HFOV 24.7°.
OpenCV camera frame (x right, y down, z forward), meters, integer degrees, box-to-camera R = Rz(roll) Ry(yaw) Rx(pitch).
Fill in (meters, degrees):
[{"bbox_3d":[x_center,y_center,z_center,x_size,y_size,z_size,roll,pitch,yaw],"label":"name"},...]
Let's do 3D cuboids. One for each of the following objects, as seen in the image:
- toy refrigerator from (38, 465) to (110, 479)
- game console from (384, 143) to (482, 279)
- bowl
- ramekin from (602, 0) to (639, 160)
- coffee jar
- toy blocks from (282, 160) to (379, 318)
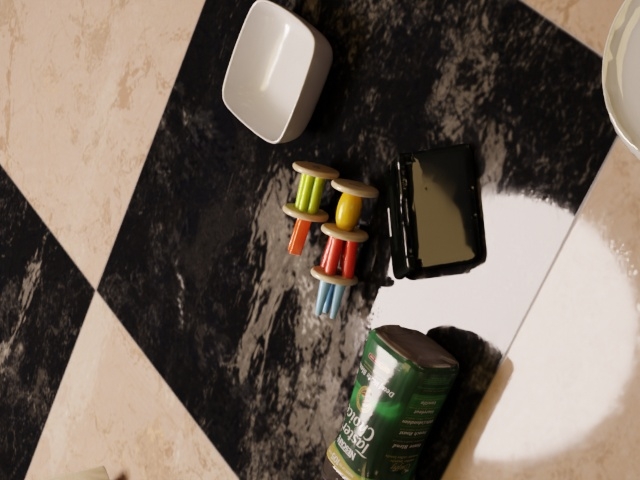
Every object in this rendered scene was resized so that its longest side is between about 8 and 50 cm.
[{"bbox_3d":[-0.288,0.432,1.857,0.269,0.102,0.094,64,151,30],"label":"toy refrigerator"},{"bbox_3d":[0.113,-0.028,1.492,0.107,0.071,0.122,132,134,-76],"label":"game console"},{"bbox_3d":[-0.042,-0.191,1.658,0.142,0.053,0.142,41,119,43],"label":"bowl"},{"bbox_3d":[0.323,-0.138,1.172,0.207,0.109,0.207,-6,82,50],"label":"ramekin"},{"bbox_3d":[0.067,0.185,1.479,0.096,0.079,0.184,37,116,45],"label":"coffee jar"},{"bbox_3d":[0.000,0.000,1.593,0.123,0.054,0.148,27,108,47],"label":"toy blocks"}]
